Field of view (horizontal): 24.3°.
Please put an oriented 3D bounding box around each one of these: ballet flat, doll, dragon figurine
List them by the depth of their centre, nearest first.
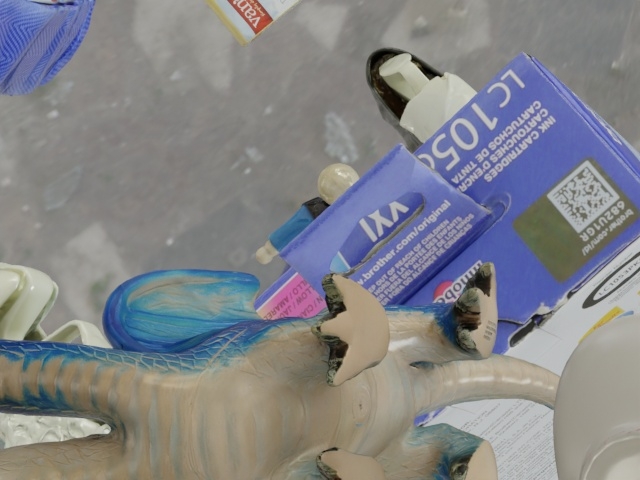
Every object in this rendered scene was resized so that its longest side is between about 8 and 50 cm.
[{"bbox_3d":[-0.020,0.051,0.477,0.144,0.289,0.085,-2,90,33],"label":"dragon figurine"},{"bbox_3d":[0.000,0.000,1.326,0.189,0.129,0.046,110,141,-52],"label":"doll"},{"bbox_3d":[-0.256,0.107,1.328,0.409,0.147,0.147,43,117,30],"label":"ballet flat"},{"bbox_3d":[0.114,-0.128,1.504,0.095,0.280,0.096,-41,123,-5],"label":"ballet flat"}]

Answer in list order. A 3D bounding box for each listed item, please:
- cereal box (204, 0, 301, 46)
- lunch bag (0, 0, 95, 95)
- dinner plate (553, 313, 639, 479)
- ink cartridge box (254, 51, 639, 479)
[{"bbox_3d":[-0.040,-0.336,1.502,0.240,0.047,0.173,-39,95,-6],"label":"cereal box"},{"bbox_3d":[-0.250,-0.171,0.464,0.385,0.328,0.239,39,96,-7],"label":"lunch bag"},{"bbox_3d":[0.100,0.084,0.354,0.141,0.017,0.141,43,148,35],"label":"dinner plate"},{"bbox_3d":[0.126,0.052,0.981,0.270,0.395,0.151,-43,61,13],"label":"ink cartridge box"}]
